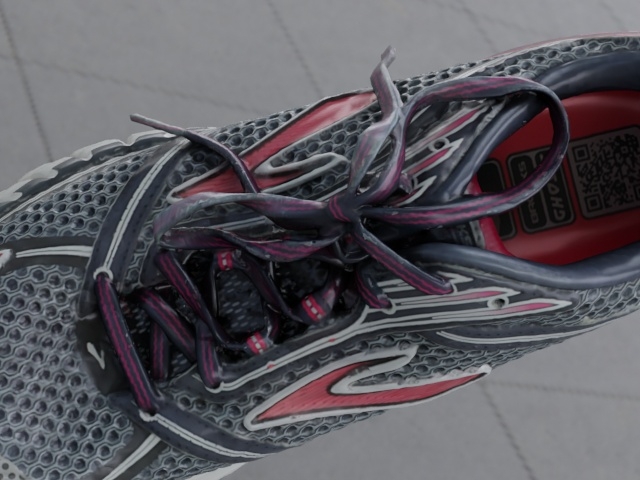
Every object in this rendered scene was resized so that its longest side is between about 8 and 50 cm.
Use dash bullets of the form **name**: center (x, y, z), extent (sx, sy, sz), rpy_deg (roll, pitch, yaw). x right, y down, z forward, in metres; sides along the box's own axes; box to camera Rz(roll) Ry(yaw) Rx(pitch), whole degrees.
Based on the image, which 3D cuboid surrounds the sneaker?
- **sneaker**: center (0.000, 0.000, 0.448), extent (0.112, 0.299, 0.121), rpy_deg (155, -87, -85)
